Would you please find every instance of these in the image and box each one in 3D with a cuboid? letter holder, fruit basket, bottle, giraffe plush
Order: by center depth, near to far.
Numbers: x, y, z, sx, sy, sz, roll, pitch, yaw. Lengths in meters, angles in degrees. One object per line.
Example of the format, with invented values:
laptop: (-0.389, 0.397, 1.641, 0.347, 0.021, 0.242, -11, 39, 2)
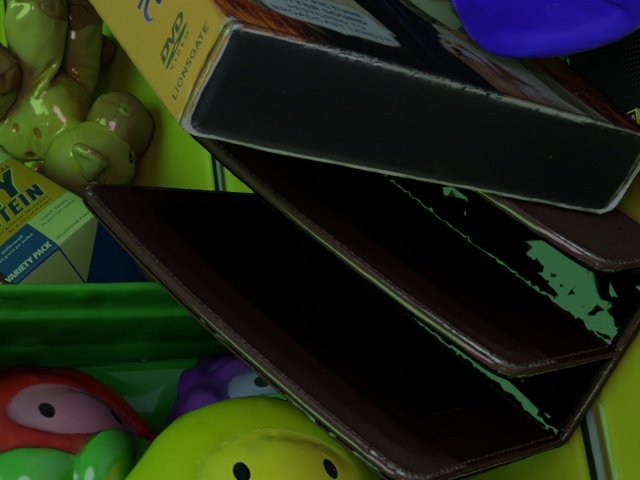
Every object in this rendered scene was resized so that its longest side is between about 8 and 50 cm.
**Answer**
bottle: (0.146, -0.232, 0.692, 0.118, 0.092, 0.283, -8, 49, 28)
letter holder: (0.027, -0.008, 0.738, 0.302, 0.214, 0.152, 39, 113, 29)
fruit basket: (-0.077, 0.154, 0.757, 0.392, 0.392, 0.283, -25, 68, 42)
giraffe plush: (-0.236, -0.109, 1.125, 0.170, 0.181, 0.210, 37, 103, 19)

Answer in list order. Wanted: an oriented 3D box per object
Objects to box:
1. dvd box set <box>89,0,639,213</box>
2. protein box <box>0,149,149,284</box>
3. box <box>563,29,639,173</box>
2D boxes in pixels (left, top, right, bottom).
dvd box set: (-0.027, -0.175, 0.744, 0.420, 0.307, 0.062, 53, 123, 43)
protein box: (-0.245, 0.053, 1.046, 0.136, 0.200, 0.201, -44, 42, -19)
box: (0.230, -0.143, 0.702, 0.190, 0.045, 0.184, -12, 78, 45)
